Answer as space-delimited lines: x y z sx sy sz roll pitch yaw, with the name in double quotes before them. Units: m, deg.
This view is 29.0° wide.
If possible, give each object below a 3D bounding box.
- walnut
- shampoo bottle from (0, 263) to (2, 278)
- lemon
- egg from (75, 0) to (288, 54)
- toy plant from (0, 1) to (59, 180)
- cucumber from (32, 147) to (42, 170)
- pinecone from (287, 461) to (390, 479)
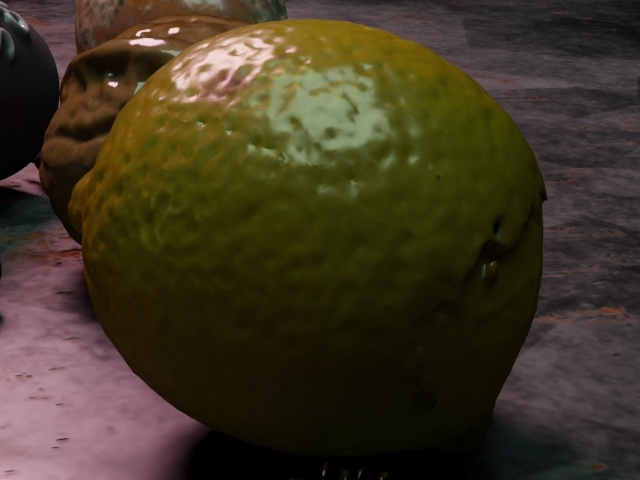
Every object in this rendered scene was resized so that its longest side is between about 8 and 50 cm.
"walnut" -0.097 -0.064 0.873 0.213 0.213 0.213 3 21 -1
"shampoo bottle" -0.268 0.044 0.729 0.063 0.057 0.208 10 21 15
"lemon" -0.009 -0.003 0.651 0.253 0.228 0.228 19 21 -3
"egg" -0.130 -0.190 1.183 0.203 0.203 0.245 -11 36 -35
"toy plant" -0.353 -0.132 0.871 0.185 0.279 0.400 -23 -7 17
"cucumber" -0.149 -0.057 1.025 0.250 0.056 0.056 12 22 19
"pinecone" 0.015 0.129 0.524 0.083 0.077 0.077 -20 19 8
